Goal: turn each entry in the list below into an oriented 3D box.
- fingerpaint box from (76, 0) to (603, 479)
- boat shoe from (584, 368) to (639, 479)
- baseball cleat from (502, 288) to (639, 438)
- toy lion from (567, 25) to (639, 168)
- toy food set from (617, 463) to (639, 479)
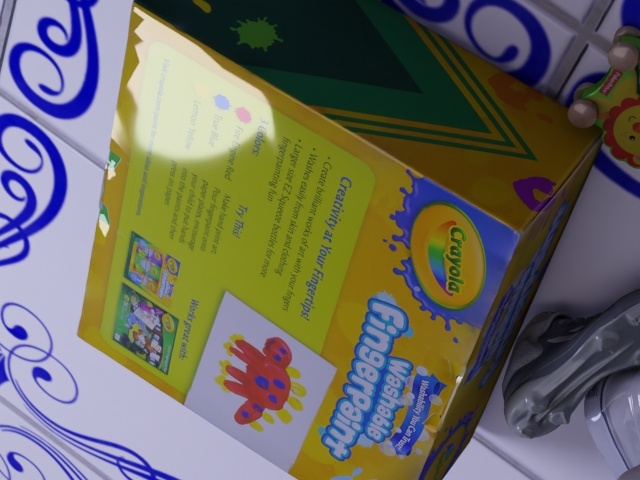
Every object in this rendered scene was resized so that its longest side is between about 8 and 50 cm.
[{"bbox_3d":[0.000,0.000,1.686,0.371,0.163,0.445,31,139,14],"label":"fingerpaint box"},{"bbox_3d":[0.332,0.221,1.674,0.088,0.096,0.267,-17,105,52],"label":"boat shoe"},{"bbox_3d":[0.227,0.080,1.644,0.206,0.109,0.072,-39,125,23],"label":"baseball cleat"},{"bbox_3d":[0.248,-0.103,1.485,0.096,0.034,0.100,29,130,-3],"label":"toy lion"},{"bbox_3d":[0.411,0.279,1.618,0.219,0.092,0.306,-26,108,15],"label":"toy food set"}]
